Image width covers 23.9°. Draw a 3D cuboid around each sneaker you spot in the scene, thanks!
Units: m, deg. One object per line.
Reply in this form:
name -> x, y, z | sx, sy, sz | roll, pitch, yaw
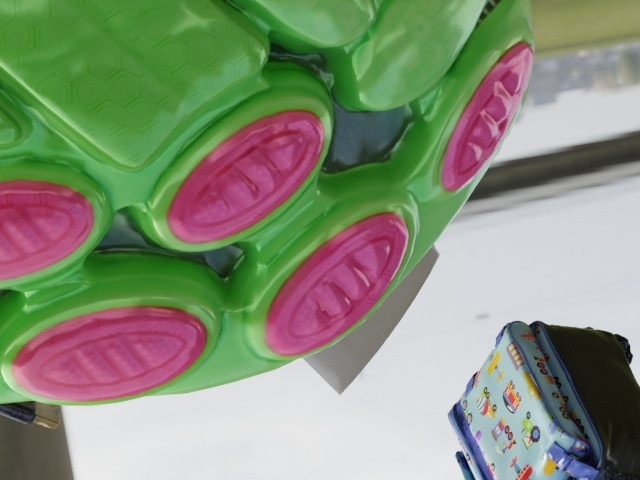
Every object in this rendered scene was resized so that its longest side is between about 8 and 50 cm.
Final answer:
sneaker -> -0.158, -0.019, 0.547 | 0.483, 0.185, 0.202 | -22, -144, 2

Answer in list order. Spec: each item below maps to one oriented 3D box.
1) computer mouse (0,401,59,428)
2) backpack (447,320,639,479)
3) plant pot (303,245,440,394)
computer mouse -> -0.189, 0.197, 0.979 | 0.262, 0.184, 0.060 | 24, 148, -15
backpack -> 0.157, 0.162, 1.073 | 0.117, 0.173, 0.158 | 11, -142, -26
plant pot -> 0.000, 0.000, 0.843 | 0.096, 0.109, 0.109 | -40, 141, 1
